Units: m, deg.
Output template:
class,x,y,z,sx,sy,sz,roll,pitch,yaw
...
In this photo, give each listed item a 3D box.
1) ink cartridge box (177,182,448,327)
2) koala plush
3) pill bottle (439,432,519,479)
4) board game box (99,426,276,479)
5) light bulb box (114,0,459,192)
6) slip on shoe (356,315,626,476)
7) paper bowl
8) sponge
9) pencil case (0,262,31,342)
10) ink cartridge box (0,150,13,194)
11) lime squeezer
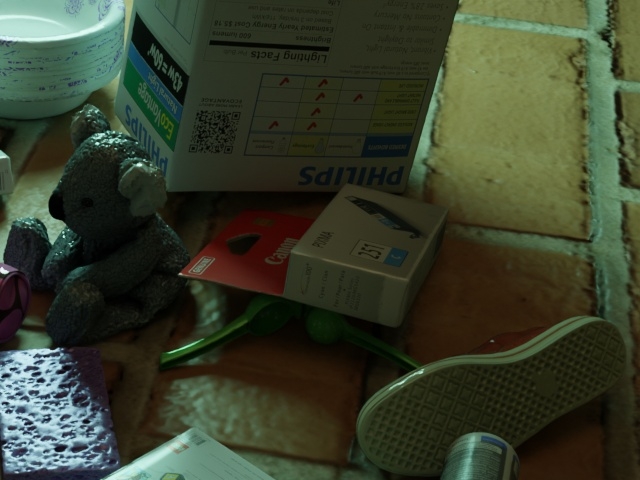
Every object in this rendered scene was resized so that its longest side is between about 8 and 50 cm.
class,x,y,z,sx,sy,sz,roll,pitch,yaw
ink cartridge box,0.000,0.000,1.966,0.261,0.066,0.296,13,19,9
koala plush,-0.239,-0.031,1.884,0.203,0.221,0.196,-13,36,-29
pill bottle,0.151,0.258,1.623,0.078,0.078,0.137,11,32,7
board game box,-0.079,0.298,1.541,0.305,0.053,0.193,29,38,32
light bulb box,-0.042,-0.268,2.125,0.357,0.361,0.225,-1,31,-27
slip on shoe,0.175,0.164,1.770,0.331,0.123,0.101,-20,8,-28
paper bowl,-0.415,-0.272,2.312,0.284,0.148,0.284,4,32,-2
sponge,-0.276,0.183,1.714,0.117,0.031,0.210,-2,32,-13
pencil case,-0.434,0.053,1.848,0.209,0.095,0.098,15,74,17
ink cartridge box,-0.509,-0.096,2.126,0.181,0.056,0.224,-9,16,-23
lime squeezer,-0.021,0.104,1.863,0.310,0.059,0.110,5,31,-4
